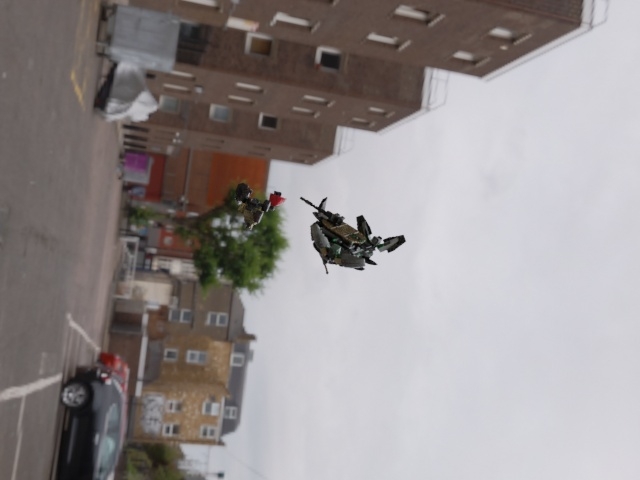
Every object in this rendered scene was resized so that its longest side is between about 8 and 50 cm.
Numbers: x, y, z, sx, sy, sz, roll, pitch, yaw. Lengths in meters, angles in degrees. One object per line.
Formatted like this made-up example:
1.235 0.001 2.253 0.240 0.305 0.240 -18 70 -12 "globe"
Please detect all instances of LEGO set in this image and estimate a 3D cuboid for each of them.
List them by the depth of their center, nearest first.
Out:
-0.002 -0.001 0.324 0.054 0.083 0.023 -91 -157 -67 "LEGO set"
